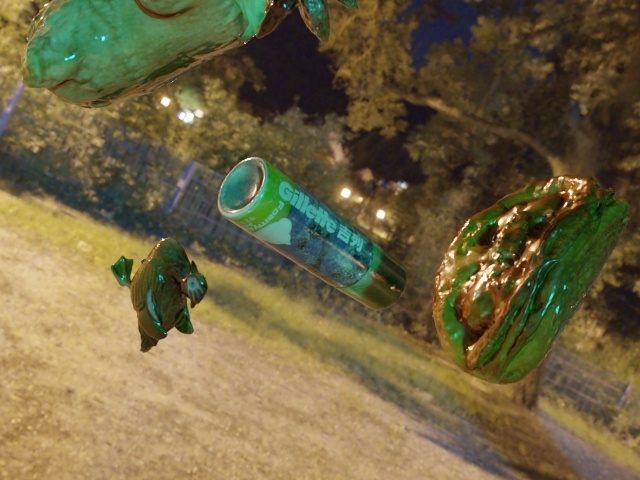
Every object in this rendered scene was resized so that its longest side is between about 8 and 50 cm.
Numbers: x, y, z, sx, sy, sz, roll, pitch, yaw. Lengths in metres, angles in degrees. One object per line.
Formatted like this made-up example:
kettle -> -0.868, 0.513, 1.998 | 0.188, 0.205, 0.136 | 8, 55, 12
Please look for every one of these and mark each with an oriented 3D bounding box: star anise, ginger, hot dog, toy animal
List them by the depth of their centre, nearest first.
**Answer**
ginger -> -0.185, -0.229, 0.818 | 0.130, 0.276, 0.221 | 64, -18, -8
hot dog -> 0.228, 0.033, 0.875 | 0.122, 0.272, 0.196 | 53, -27, -16
star anise -> -0.040, -0.389, 1.124 | 0.197, 0.212, 0.073 | -4, 19, -10
toy animal -> -0.220, 0.089, 1.124 | 0.089, 0.188, 0.179 | -7, 21, -43

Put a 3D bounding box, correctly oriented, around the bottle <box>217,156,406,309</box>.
bottle -> 0.000, 0.000, 1.117 | 0.330, 0.093, 0.093 | 34, -3, -42
